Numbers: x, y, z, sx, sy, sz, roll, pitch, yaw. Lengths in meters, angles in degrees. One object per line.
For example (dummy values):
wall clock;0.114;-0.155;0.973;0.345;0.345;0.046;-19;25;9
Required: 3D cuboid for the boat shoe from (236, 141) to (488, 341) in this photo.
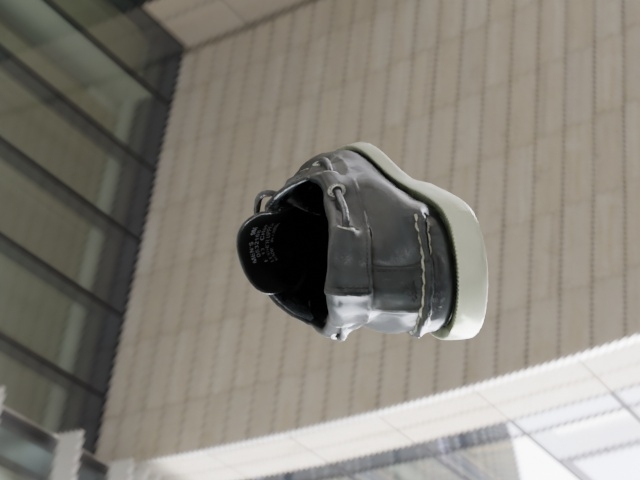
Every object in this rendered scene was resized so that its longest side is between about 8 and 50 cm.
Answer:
boat shoe;0.000;0.004;0.905;0.340;0.113;0.127;-142;-130;-68
